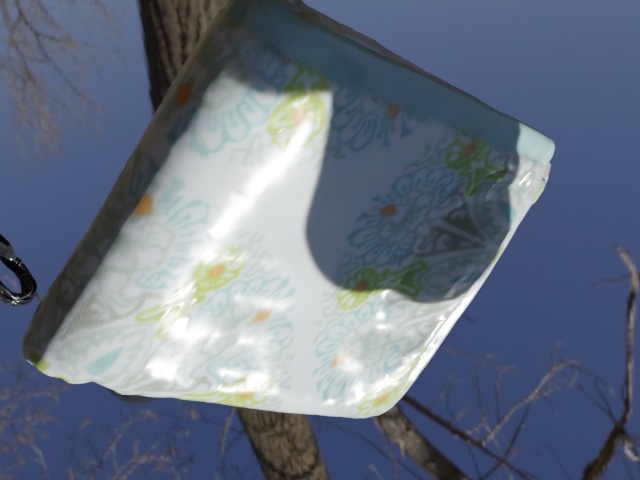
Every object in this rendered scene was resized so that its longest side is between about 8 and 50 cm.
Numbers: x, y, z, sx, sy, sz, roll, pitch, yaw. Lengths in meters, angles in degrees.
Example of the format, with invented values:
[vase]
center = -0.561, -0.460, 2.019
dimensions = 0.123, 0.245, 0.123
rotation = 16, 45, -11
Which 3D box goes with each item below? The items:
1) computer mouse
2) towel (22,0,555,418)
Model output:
[computer mouse]
center = -0.201, 0.056, 0.791
dimensions = 0.041, 0.242, 0.071
rotation = -29, -140, 13
[towel]
center = 0.000, 0.000, 0.773
dimensions = 0.374, 0.320, 0.090
rotation = 18, -159, -44
